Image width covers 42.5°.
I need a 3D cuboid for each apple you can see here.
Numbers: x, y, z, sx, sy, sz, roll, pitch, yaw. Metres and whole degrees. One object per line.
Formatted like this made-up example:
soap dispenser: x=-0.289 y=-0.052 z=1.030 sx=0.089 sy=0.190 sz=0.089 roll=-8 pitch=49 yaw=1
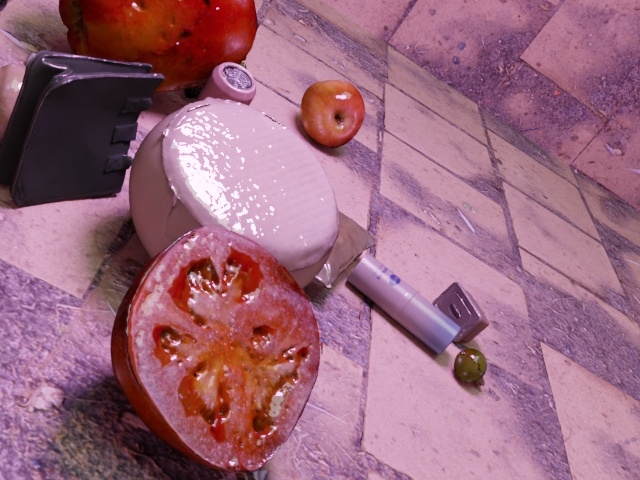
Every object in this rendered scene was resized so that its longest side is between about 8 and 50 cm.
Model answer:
apple: x=0.026 y=-0.350 z=2.220 sx=0.199 sy=0.199 sz=0.199 roll=28 pitch=28 yaw=-16

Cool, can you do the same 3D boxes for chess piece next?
chess piece: x=-0.602 y=-0.256 z=1.381 sx=0.260 sy=0.143 sz=0.143 roll=16 pitch=33 yaw=-23

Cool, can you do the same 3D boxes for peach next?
peach: x=-0.339 y=-0.483 z=1.790 sx=0.416 sy=0.339 sz=0.353 roll=-10 pitch=27 yaw=-34

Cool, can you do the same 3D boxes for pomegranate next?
pomegranate: x=0.313 y=0.261 z=1.702 sx=0.084 sy=0.073 sz=0.073 roll=46 pitch=12 yaw=-49

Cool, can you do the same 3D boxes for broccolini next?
broccolini: x=-0.264 y=-0.399 z=2.030 sx=0.202 sy=0.068 sz=0.091 roll=-27 pitch=97 yaw=-50

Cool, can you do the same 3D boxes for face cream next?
face cream: x=0.174 y=0.133 z=1.724 sx=0.250 sy=0.077 sz=0.077 roll=39 pitch=27 yaw=6

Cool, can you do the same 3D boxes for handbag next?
handbag: x=-0.396 y=-0.185 z=1.366 sx=0.079 sy=0.248 sz=0.260 roll=40 pitch=28 yaw=21

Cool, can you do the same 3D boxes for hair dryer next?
hair dryer: x=-0.261 y=-0.226 z=1.707 sx=0.106 sy=0.189 sz=0.344 roll=37 pitch=41 yaw=-4

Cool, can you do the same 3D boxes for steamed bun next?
steamed bun: x=-0.160 y=-0.048 z=1.421 sx=0.374 sy=0.241 sz=0.374 roll=21 pitch=48 yaw=-25

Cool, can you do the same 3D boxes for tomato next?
tomato: x=-0.163 y=0.152 z=1.160 sx=0.338 sy=0.143 sz=0.338 roll=21 pitch=59 yaw=-39

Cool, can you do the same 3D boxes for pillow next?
pillow: x=0.000 y=0.000 z=1.726 sx=0.185 sy=0.075 sz=0.302 roll=32 pitch=26 yaw=10

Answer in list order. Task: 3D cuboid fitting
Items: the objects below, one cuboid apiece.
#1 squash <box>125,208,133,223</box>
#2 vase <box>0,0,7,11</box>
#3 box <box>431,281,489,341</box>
squash: x=-0.305 y=-0.033 z=1.474 sx=0.083 sy=0.027 sz=0.027 roll=20 pitch=31 yaw=-32
vase: x=-0.760 y=-0.566 z=1.737 sx=0.214 sy=0.086 sz=0.086 roll=42 pitch=27 yaw=1
box: x=0.316 y=0.165 z=1.839 sx=0.062 sy=0.089 sz=0.122 roll=25 pitch=27 yaw=-43
